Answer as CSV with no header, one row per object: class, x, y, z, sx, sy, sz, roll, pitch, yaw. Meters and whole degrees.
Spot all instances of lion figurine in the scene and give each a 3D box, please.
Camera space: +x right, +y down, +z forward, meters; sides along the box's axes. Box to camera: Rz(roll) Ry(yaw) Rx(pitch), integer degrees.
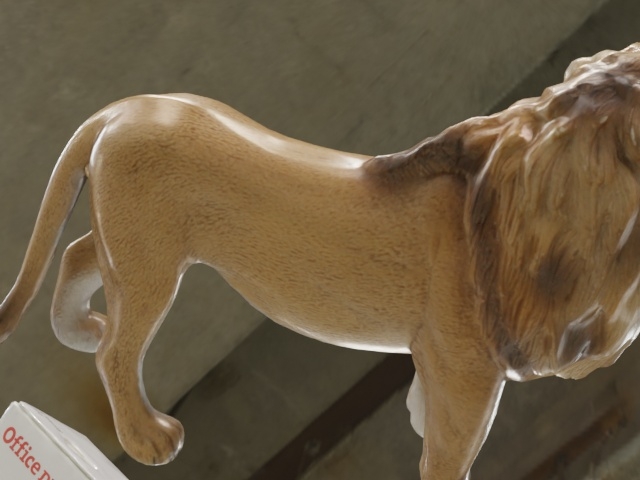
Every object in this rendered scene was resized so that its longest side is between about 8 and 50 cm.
lion figurine,0.000,0.000,0.637,0.392,0.142,0.240,8,-61,1

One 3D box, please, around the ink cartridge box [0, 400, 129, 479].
ink cartridge box,-0.234,0.260,0.986,0.160,0.092,0.219,33,-94,43
